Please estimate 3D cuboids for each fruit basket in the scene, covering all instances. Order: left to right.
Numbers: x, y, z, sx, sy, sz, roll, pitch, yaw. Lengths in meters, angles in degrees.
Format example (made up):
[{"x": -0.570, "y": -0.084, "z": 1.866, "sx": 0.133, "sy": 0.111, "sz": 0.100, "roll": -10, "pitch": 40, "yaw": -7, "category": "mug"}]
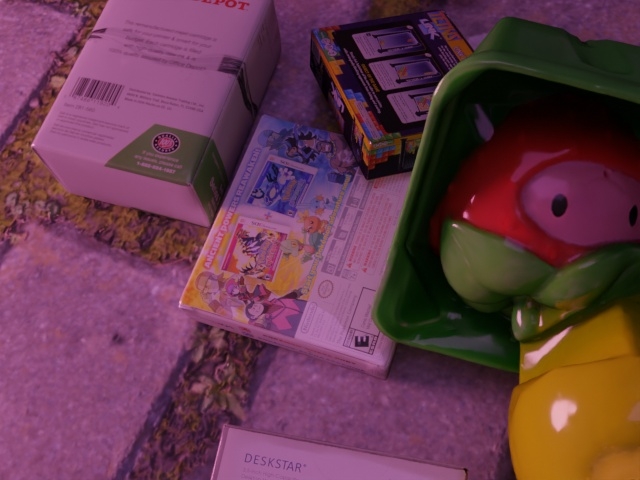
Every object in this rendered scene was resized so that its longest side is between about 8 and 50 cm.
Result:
[{"x": 0.220, "y": 0.054, "z": 0.489, "sx": 0.392, "sy": 0.283, "sz": 0.392, "roll": 6, "pitch": 43, "yaw": -6, "category": "fruit basket"}]

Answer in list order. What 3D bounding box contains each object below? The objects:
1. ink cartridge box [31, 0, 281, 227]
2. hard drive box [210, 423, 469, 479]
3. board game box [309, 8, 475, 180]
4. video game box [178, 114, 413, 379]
[{"x": -0.146, "y": -0.142, "z": 0.731, "sx": 0.160, "sy": 0.092, "sz": 0.219, "roll": 15, "pitch": 67, "yaw": 12, "category": "ink cartridge box"}, {"x": -0.002, "y": 0.264, "z": 0.529, "sx": 0.181, "sy": 0.089, "sz": 0.232, "roll": 9, "pitch": 67, "yaw": 9, "category": "hard drive box"}, {"x": 0.081, "y": -0.140, "z": 0.702, "sx": 0.141, "sy": 0.048, "sz": 0.170, "roll": -11, "pitch": 51, "yaw": -13, "category": "board game box"}, {"x": 0.000, "y": 0.000, "z": 0.676, "sx": 0.187, "sy": 0.048, "sz": 0.205, "roll": 17, "pitch": 67, "yaw": 10, "category": "video game box"}]
